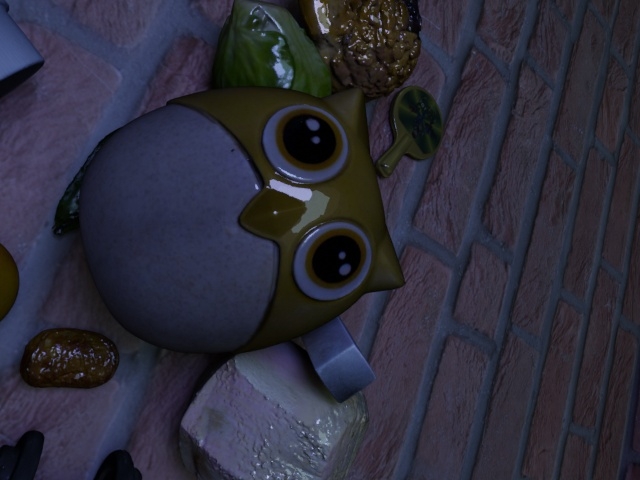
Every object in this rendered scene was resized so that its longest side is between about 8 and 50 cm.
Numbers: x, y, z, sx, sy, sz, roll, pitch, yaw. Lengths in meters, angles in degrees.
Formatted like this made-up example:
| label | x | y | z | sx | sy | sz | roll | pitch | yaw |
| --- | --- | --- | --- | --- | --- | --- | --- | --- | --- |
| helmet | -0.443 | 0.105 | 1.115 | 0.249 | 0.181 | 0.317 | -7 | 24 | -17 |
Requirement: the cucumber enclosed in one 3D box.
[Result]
| label | x | y | z | sx | sy | sz | roll | pitch | yaw |
| --- | --- | --- | --- | --- | --- | --- | --- | --- | --- |
| cucumber | -0.388 | -0.105 | 0.795 | 0.069 | 0.069 | 0.228 | 37 | 72 | -26 |

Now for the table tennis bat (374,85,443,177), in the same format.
| label | x | y | z | sx | sy | sz | roll | pitch | yaw |
| --- | --- | --- | --- | --- | --- | --- | --- | --- | --- |
| table tennis bat | 0.236 | -0.283 | 1.231 | 0.198 | 0.050 | 0.321 | 50 | 59 | -22 |

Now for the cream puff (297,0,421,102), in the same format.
| label | x | y | z | sx | sy | sz | roll | pitch | yaw |
| --- | --- | --- | --- | --- | --- | --- | --- | --- | --- |
| cream puff | 0.097 | -0.469 | 0.985 | 0.343 | 0.230 | 0.328 | 49 | 38 | -55 |

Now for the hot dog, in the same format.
| label | x | y | z | sx | sy | sz | roll | pitch | yaw |
| --- | --- | --- | --- | --- | --- | --- | --- | --- | --- |
| hot dog | -0.412 | 0.197 | 0.759 | 0.147 | 0.065 | 0.099 | 14 | 79 | -43 |

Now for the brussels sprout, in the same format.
| label | x | y | z | sx | sy | sz | roll | pitch | yaw |
| --- | --- | --- | --- | --- | --- | --- | --- | --- | --- |
| brussels sprout | -0.102 | -0.326 | 0.896 | 0.210 | 0.219 | 0.272 | -29 | 128 | -33 |

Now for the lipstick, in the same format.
| label | x | y | z | sx | sy | sz | roll | pitch | yaw |
| --- | --- | --- | --- | --- | --- | --- | --- | --- | --- |
| lipstick | 0.000 | 0.155 | 0.851 | 0.076 | 0.371 | 0.080 | -33 | 109 | -3 |

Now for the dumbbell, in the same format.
| label | x | y | z | sx | sy | sz | roll | pitch | yaw |
| --- | --- | --- | --- | --- | --- | --- | --- | --- | --- |
| dumbbell | -0.394 | 0.398 | 0.682 | 0.289 | 0.192 | 0.192 | 28 | 73 | -27 |

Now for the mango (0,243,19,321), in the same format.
| label | x | y | z | sx | sy | sz | roll | pitch | yaw |
| --- | --- | --- | --- | --- | --- | --- | --- | --- | --- |
| mango | -0.553 | 0.088 | 0.628 | 0.254 | 0.139 | 0.176 | -46 | 108 | -20 |

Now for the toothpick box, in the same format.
| label | x | y | z | sx | sy | sz | roll | pitch | yaw |
| --- | --- | --- | --- | --- | --- | --- | --- | --- | --- |
| toothpick box | -0.104 | -0.036 | 0.726 | 0.424 | 0.409 | 0.410 | -13 | 95 | -2 |

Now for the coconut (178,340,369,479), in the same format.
| label | x | y | z | sx | sy | sz | roll | pitch | yaw |
| --- | --- | --- | --- | --- | --- | --- | --- | --- | --- |
| coconut | -0.098 | 0.328 | 0.827 | 0.297 | 0.309 | 0.298 | -44 | 147 | -39 |

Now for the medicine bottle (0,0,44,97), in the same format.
| label | x | y | z | sx | sy | sz | roll | pitch | yaw |
| --- | --- | --- | --- | --- | --- | --- | --- | --- | --- |
| medicine bottle | -0.554 | -0.314 | 0.588 | 0.245 | 0.245 | 0.306 | -49 | 120 | -26 |
